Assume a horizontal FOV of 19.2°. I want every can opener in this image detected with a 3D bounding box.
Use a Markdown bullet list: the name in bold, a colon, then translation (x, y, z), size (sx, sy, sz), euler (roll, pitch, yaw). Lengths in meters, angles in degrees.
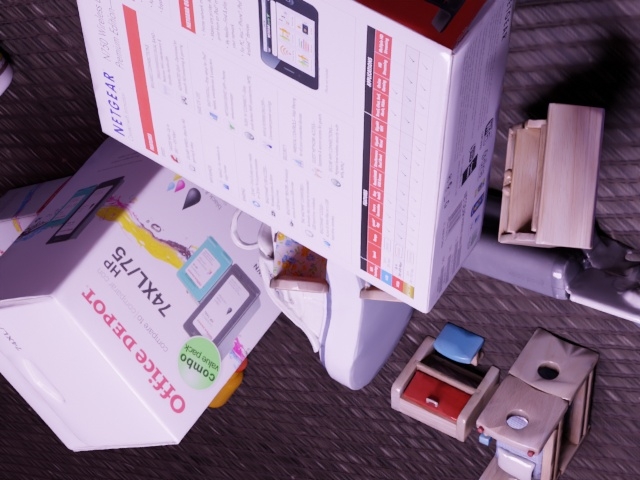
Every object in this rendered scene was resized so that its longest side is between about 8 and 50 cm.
- **can opener**: translation (0.210, 0.032, 1.644), size (0.283, 0.076, 0.095), euler (18, 142, 30)

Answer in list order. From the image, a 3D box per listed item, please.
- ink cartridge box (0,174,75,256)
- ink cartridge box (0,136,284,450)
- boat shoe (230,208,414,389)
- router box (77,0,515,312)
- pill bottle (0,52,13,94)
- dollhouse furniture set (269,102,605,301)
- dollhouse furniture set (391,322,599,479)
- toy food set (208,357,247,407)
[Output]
- **ink cartridge box**: translation (-0.282, 0.000, 2.089), size (0.175, 0.072, 0.127), euler (-8, 127, 49)
- **ink cartridge box**: translation (-0.177, 0.043, 1.854), size (0.197, 0.270, 0.198), euler (-10, 125, 50)
- **boat shoe**: translation (-0.005, 0.006, 1.748), size (0.156, 0.136, 0.367), euler (31, 159, 21)
- **router box**: translation (-0.025, -0.125, 1.299), size (0.301, 0.082, 0.335), euler (30, 154, 15)
- **pill bottle**: translation (-0.421, -0.213, 1.917), size (0.215, 0.117, 0.117), euler (50, 146, -18)
- **dollhouse furniture set**: translation (0.082, -0.057, 1.481), size (0.242, 0.212, 0.161), euler (6, 178, -6)
- **dollhouse furniture set**: translation (0.151, 0.155, 1.805), size (0.183, 0.129, 0.129), euler (24, 145, 21)
- **toy food set**: translation (-0.205, 0.139, 2.115), size (0.232, 0.111, 0.104), euler (25, 147, -7)
